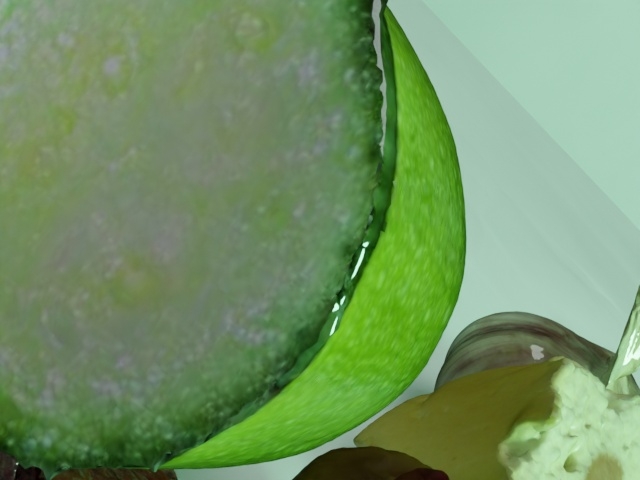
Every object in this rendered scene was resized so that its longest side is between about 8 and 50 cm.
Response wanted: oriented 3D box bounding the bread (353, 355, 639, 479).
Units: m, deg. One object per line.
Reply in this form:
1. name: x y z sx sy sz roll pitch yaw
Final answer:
1. bread: 0.182 0.183 1.173 0.183 0.211 0.224 61 -12 -19

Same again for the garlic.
1. garlic: 0.226 0.134 1.385 0.245 0.253 0.245 34 19 -13

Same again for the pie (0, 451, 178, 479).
1. pie: -0.141 0.110 0.889 0.153 0.038 0.153 41 17 -15

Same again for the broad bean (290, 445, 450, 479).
1. broad bean: 0.067 0.214 0.987 0.156 0.122 0.228 -20 55 -26

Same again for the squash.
1. squash: -0.026 0.006 0.878 0.309 0.310 0.310 31 23 -54
